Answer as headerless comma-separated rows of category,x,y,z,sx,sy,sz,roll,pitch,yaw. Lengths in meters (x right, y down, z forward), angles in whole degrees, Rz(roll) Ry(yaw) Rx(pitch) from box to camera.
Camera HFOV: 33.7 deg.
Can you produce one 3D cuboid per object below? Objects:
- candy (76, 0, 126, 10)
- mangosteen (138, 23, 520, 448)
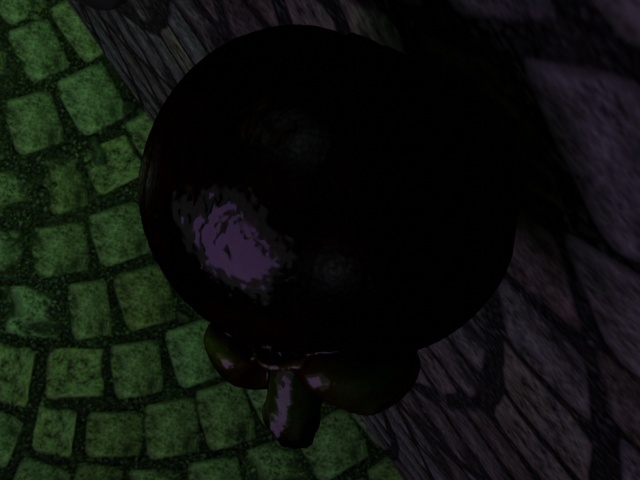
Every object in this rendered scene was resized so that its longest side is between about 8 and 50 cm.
candy,-0.029,-0.190,0.213,0.295,0.185,0.295,40,147,32
mangosteen,-0.003,-0.012,0.593,0.216,0.216,0.216,53,170,13
